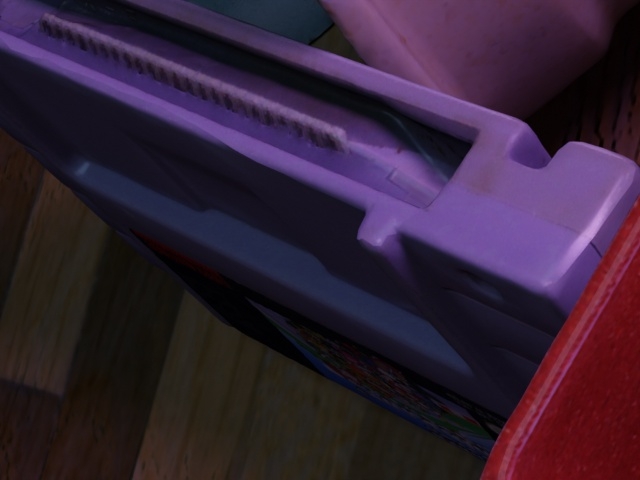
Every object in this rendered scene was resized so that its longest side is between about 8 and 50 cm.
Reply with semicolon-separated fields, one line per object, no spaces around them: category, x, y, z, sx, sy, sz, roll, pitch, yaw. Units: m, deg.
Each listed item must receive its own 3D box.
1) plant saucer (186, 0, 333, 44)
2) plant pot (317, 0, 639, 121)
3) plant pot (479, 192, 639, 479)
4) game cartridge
plant saucer;-0.043;-0.177;0.851;0.195;0.037;0.195;-13;68;36
plant pot;0.107;-0.240;0.597;0.305;0.334;0.333;-30;58;14
plant pot;0.243;0.023;0.318;0.267;0.236;0.267;34;98;40
game cartridge;0.000;0.000;0.633;0.355;0.230;0.068;25;71;41
